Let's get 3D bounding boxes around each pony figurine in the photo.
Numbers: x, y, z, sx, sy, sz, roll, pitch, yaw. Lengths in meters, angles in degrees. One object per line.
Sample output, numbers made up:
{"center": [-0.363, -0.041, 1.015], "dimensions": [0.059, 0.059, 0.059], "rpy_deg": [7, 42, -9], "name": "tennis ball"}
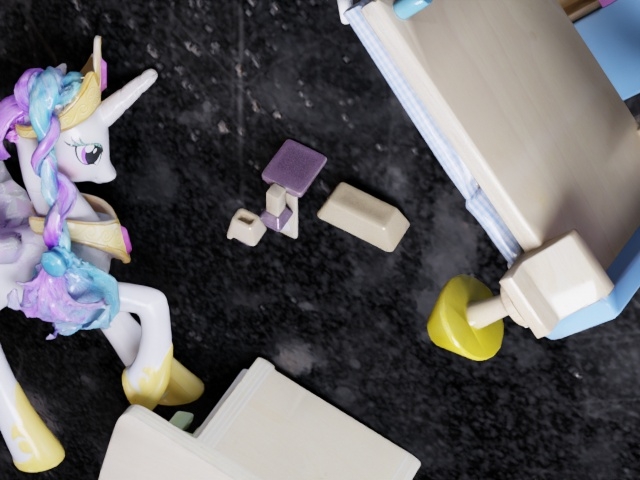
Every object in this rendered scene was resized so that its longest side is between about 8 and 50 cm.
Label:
{"center": [-0.283, 0.015, 1.237], "dimensions": [0.351, 0.303, 0.363], "rpy_deg": [-7, 119, 3], "name": "pony figurine"}

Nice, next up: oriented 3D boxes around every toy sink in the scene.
{"center": [-0.056, 0.207, 1.281], "dimensions": [0.234, 0.131, 0.153], "rpy_deg": [30, 136, 7], "name": "toy sink"}

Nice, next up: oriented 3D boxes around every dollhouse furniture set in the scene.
{"center": [0.000, 0.000, 1.122], "dimensions": [0.114, 0.091, 0.081], "rpy_deg": [26, 150, 14], "name": "dollhouse furniture set"}
{"center": [0.060, -0.109, 0.819], "dimensions": [0.198, 0.303, 0.286], "rpy_deg": [-26, 105, 45], "name": "dollhouse furniture set"}

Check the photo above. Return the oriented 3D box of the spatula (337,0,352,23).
{"center": [0.008, -0.224, 0.835], "dimensions": [0.019, 0.242, 0.168], "rpy_deg": [-8, 119, 4], "name": "spatula"}
